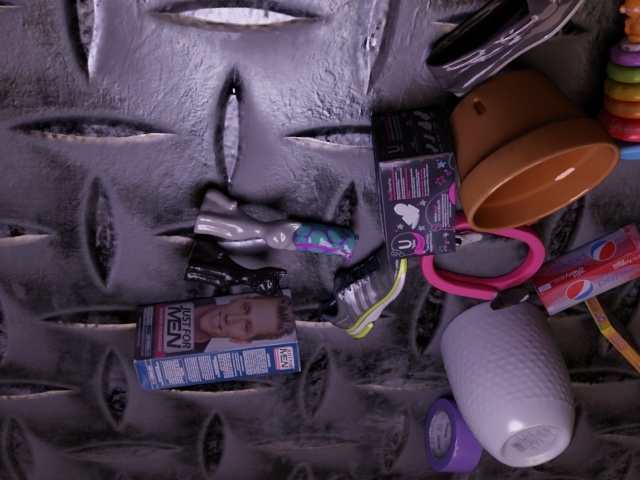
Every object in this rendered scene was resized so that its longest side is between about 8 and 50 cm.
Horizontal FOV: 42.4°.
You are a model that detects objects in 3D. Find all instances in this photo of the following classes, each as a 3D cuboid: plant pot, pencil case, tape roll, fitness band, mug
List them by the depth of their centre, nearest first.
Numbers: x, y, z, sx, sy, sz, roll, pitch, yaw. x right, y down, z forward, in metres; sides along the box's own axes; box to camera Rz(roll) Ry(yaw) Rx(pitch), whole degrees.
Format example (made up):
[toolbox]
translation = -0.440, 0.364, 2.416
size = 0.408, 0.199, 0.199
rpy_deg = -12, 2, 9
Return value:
[plant pot]
translation = 0.366, -0.174, 1.509
size = 0.291, 0.203, 0.291
rpy_deg = -18, 159, -7
[pencil case]
translation = 0.000, 0.000, 1.735
size = 0.152, 0.070, 0.064
rpy_deg = 9, 129, -16
[fitness band]
translation = 0.358, 0.036, 1.835
size = 0.291, 0.054, 0.209
rpy_deg = 11, 128, -19
[mug]
translation = 0.475, 0.376, 1.967
size = 0.276, 0.328, 0.374
rpy_deg = -28, 129, 15
[tape roll]
translation = 0.347, 0.511, 2.158
size = 0.080, 0.189, 0.189
rpy_deg = 9, 129, -16

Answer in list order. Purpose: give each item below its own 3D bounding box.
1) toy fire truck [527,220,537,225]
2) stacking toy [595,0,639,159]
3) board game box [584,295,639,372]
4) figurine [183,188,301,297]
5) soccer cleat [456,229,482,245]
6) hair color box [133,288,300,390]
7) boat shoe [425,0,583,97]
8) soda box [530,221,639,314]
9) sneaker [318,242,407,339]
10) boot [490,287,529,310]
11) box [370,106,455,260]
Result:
[toy fire truck]
translation = 0.442, -0.129, 1.709
size = 0.135, 0.047, 0.192
rpy_deg = -28, 129, 16
[stacking toy]
translation = 0.587, -0.316, 1.518
size = 0.175, 0.165, 0.301
rpy_deg = -8, 121, 13
[board game box]
translation = 0.733, 0.235, 2.021
size = 0.039, 0.124, 0.259
rpy_deg = -34, 128, 18
[figurine]
translation = -0.155, 0.016, 1.680
size = 0.210, 0.092, 0.214
rpy_deg = 16, 127, -4
[soccer cleat]
translation = 0.304, -0.003, 1.741
size = 0.083, 0.035, 0.029
rpy_deg = 2, 127, -11
[hair color box]
translation = -0.226, 0.215, 1.817
size = 0.348, 0.173, 0.105
rpy_deg = -6, 130, -4
[boat shoe]
translation = 0.327, -0.381, 1.428
size = 0.096, 0.112, 0.335
rpy_deg = 28, 125, -34
[soda box]
translation = 0.620, 0.067, 1.885
size = 0.263, 0.083, 0.092
rpy_deg = -27, 129, 15
[sneaker]
translation = 0.096, 0.098, 1.814
size = 0.121, 0.111, 0.299
rpy_deg = 17, 124, -18
[boot]
translation = 0.457, 0.125, 1.897
size = 0.106, 0.037, 0.114
rpy_deg = -25, 171, 41
[box]
translation = 0.179, -0.109, 1.607
size = 0.142, 0.163, 0.247
rpy_deg = -7, 131, 2
